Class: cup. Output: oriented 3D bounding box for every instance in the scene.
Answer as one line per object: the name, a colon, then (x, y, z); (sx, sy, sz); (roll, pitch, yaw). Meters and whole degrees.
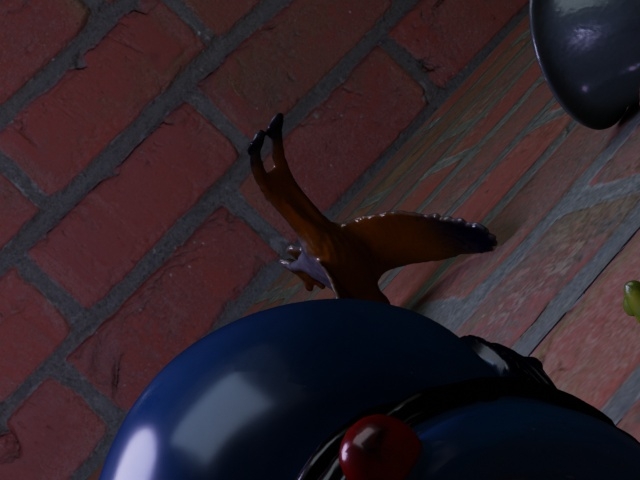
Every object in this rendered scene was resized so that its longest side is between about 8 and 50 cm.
cup: (0.339, -0.231, 1.322); (0.150, 0.199, 0.199); (-14, 27, 44)

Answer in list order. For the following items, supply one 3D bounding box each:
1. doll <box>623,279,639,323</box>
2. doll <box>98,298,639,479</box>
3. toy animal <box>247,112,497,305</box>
doll: (0.332, -0.103, 0.716); (0.341, 0.099, 0.346); (-48, 3, -26)
doll: (0.023, 0.145, 0.558); (0.284, 0.240, 0.310); (-32, 7, -20)
toy animal: (-0.005, 0.005, 1.418); (0.225, 0.284, 0.302); (-49, 8, -18)
